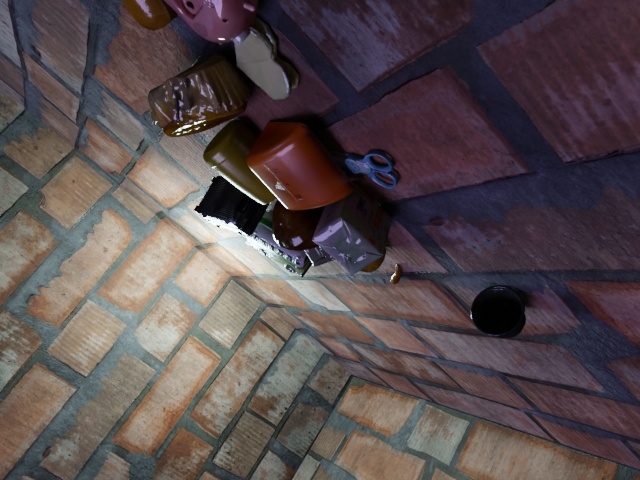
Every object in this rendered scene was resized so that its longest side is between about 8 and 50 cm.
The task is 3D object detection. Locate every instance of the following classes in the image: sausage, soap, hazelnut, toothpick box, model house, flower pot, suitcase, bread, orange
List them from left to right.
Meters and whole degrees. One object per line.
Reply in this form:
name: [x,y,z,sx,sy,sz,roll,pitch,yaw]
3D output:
sausage: [-0.460,-0.665,1.140,0.134,0.116,0.354,36,162,44]
bread: [-0.347,-0.397,1.422,0.388,0.236,0.183,15,137,60]
suitcase: [-0.353,-0.145,1.997,0.312,0.202,0.128,15,162,42]
toothpick box: [-0.230,-0.244,1.627,0.271,0.175,0.175,42,159,-26]
hazelnut: [-0.069,-0.061,1.714,0.251,0.217,0.217,31,164,50]
model house: [-0.001,0.008,1.911,0.188,0.122,0.229,53,142,-11]
soap: [0.098,-0.038,1.490,0.182,0.199,0.138,41,131,-17]
orange: [0.158,0.034,1.712,0.157,0.134,0.156,60,-169,-20]
flower pot: [0.547,0.225,1.502,0.157,0.157,0.107,15,166,43]

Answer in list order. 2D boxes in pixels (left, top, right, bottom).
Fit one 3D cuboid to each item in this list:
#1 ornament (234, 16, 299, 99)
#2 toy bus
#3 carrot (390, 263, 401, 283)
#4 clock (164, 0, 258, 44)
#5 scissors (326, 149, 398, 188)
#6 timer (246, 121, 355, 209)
ornament: [-0.155,-0.445,1.235,0.180,0.059,0.201,12,146,46]
toy bus: [-0.166,0.001,2.108,0.305,0.143,0.179,31,157,14]
carrot: [0.282,0.126,1.844,0.035,0.035,0.142,29,152,16]
clock: [-0.242,-0.519,1.041,0.241,0.142,0.227,52,155,-20]
scissors: [0.098,-0.214,1.382,0.256,0.030,0.125,20,152,35]
timer: [-0.052,-0.216,1.445,0.250,0.161,0.257,1,141,50]
